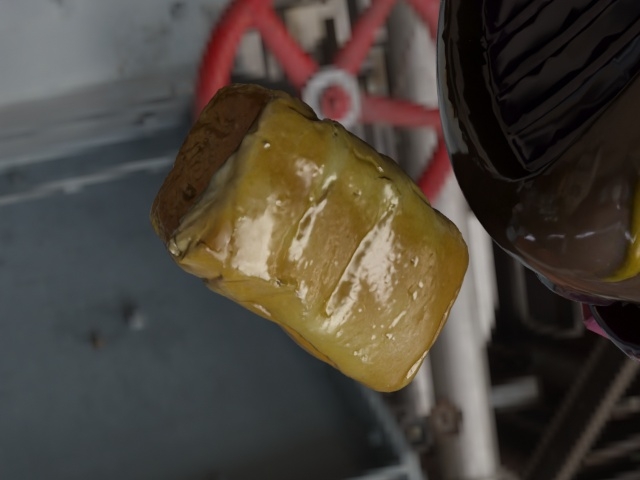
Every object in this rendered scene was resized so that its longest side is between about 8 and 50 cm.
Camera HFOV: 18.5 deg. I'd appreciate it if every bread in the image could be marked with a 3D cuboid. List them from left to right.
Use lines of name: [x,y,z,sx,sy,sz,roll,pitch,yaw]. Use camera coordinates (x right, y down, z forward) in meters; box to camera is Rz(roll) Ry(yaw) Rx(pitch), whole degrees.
bread: [0.000,0.000,0.690,0.053,0.074,0.132,25,170,45]

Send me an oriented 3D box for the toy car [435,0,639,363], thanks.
toy car: [0.142,-0.116,0.593,0.240,0.340,0.271,24,-142,-24]
